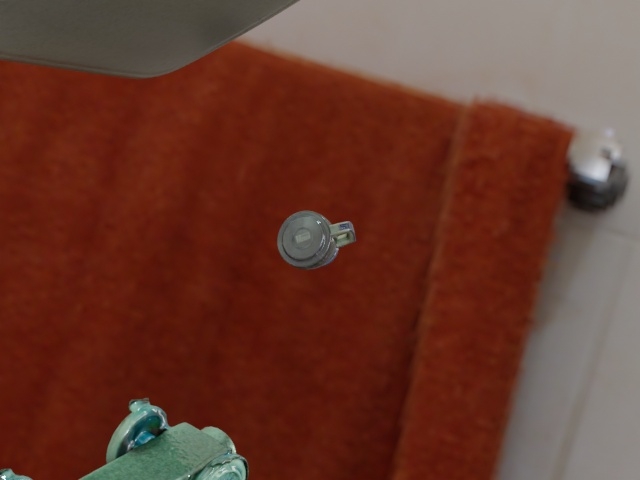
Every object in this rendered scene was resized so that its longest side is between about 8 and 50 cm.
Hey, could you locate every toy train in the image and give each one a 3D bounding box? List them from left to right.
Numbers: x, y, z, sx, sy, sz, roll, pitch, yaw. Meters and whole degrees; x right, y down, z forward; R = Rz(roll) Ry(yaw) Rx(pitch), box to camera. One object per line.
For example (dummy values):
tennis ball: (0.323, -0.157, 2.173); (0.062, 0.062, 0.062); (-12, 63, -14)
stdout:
toy train: (-0.177, 0.257, 1.602); (0.120, 0.194, 0.298); (29, 31, 27)

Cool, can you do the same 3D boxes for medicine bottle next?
medicine bottle: (-0.171, -0.240, 1.706); (0.282, 0.123, 0.375); (-25, -14, 26)

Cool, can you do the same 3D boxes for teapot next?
teapot: (0.000, 0.000, 2.246); (0.088, 0.066, 0.057); (-19, -18, 17)
